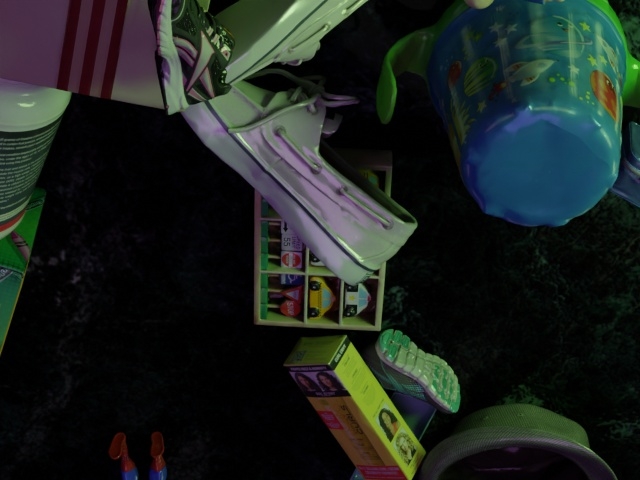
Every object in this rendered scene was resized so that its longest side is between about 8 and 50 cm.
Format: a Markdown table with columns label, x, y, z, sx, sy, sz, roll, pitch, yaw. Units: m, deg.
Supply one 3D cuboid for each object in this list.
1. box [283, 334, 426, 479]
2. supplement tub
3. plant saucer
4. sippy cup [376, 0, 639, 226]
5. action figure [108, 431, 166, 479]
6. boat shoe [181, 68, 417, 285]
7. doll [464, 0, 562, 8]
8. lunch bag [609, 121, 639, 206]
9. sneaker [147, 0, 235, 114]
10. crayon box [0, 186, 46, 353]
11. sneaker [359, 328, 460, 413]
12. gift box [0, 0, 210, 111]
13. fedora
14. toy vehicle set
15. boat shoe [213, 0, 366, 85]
| label | x | y | z | sx | sy | sz | roll | pitch | yaw |
| --- | --- | --- | --- | --- | --- | --- | --- | --- | --- |
| box | 0.047 | 0.227 | 2.059 | 0.087 | 0.058 | 0.232 | -5 | 130 | 40 |
| supplement tub | -0.390 | -0.143 | 1.717 | 0.191 | 0.191 | 0.272 | 20 | 127 | -14 |
| plant saucer | 0.103 | 0.280 | 2.156 | 0.067 | 0.018 | 0.192 | 15 | 127 | -10 |
| sippy cup | 0.232 | -0.141 | 1.682 | 0.306 | 0.224 | 0.240 | -20 | 125 | 17 |
| action figure | -0.254 | 0.420 | 2.208 | 0.092 | 0.139 | 0.280 | -1 | 131 | 4 |
| boat shoe | -0.023 | -0.124 | 1.741 | 0.156 | 0.136 | 0.367 | -40 | 99 | 16 |
| doll | 0.233 | -0.304 | 1.626 | 0.189 | 0.129 | 0.046 | -29 | 155 | 14 |
| lunch bag | 0.374 | -0.090 | 1.798 | 0.067 | 0.098 | 0.065 | 27 | 122 | -12 |
| sneaker | -0.121 | -0.197 | 1.455 | 0.077 | 0.072 | 0.178 | -11 | 149 | -8 |
| crayon box | -0.423 | 0.077 | 1.913 | 0.081 | 0.165 | 0.278 | 16 | 128 | -11 |
| sneaker | 0.119 | 0.181 | 2.059 | 0.166 | 0.065 | 0.076 | 41 | 136 | -23 |
| gift box | -0.192 | -0.313 | 1.549 | 0.276 | 0.255 | 0.258 | 6 | 139 | -11 |
| fedora | 0.277 | 0.309 | 2.104 | 0.276 | 0.124 | 0.243 | -10 | 126 | 20 |
| toy vehicle set | 0.000 | 0.000 | 1.921 | 0.166 | 0.035 | 0.266 | 2 | 129 | 0 |
| boat shoe | -0.036 | -0.235 | 1.663 | 0.267 | 0.096 | 0.088 | -43 | 131 | -5 |
